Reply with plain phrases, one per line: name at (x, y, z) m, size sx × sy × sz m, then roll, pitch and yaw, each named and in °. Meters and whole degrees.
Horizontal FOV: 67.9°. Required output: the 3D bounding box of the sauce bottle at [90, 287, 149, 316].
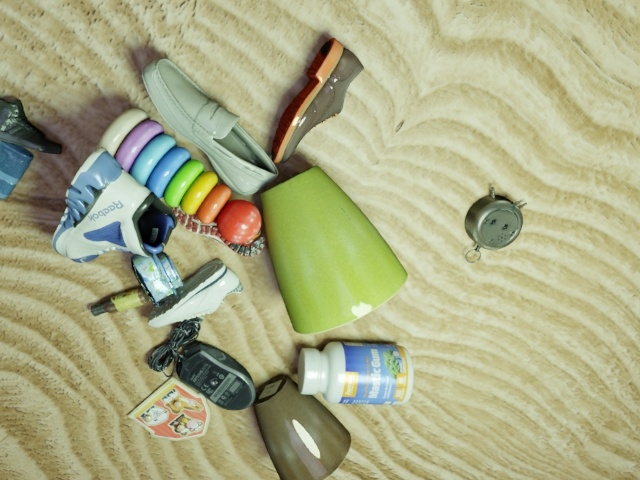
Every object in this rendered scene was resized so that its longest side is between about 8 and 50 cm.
sauce bottle at (-0.466, 0.145, 1.102) m, size 0.128 × 0.042 × 0.042 m, roll -17°, pitch 115°, yaw -3°

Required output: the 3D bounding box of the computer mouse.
computer mouse at (-0.274, 0.317, 1.198) m, size 0.272 × 0.072 × 0.188 m, roll 41°, pitch 104°, yaw -9°

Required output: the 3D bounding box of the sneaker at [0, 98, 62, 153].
sneaker at (-0.584, -0.230, 0.914) m, size 0.170 × 0.051 × 0.089 m, roll 14°, pitch 97°, yaw -27°

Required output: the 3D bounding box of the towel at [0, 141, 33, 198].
towel at (-0.638, -0.143, 0.958) m, size 0.067 × 0.029 × 0.119 m, roll 36°, pitch 103°, yaw -22°

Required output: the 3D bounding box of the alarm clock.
alarm clock at (0.414, -0.024, 1.158) m, size 0.129 × 0.064 × 0.192 m, roll 20°, pitch 112°, yaw -17°

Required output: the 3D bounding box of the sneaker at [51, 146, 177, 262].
sneaker at (-0.386, -0.019, 0.910) m, size 0.182 × 0.127 × 0.315 m, roll 35°, pitch 140°, yaw -12°

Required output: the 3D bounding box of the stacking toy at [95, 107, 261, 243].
stacking toy at (-0.260, -0.109, 0.932) m, size 0.330 × 0.141 × 0.141 m, roll 35°, pitch 104°, yaw -6°

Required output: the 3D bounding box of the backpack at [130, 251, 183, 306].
backpack at (-0.364, 0.071, 1.056) m, size 0.084 × 0.105 × 0.114 m, roll -32°, pitch 115°, yaw -19°

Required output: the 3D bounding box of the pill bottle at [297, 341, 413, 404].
pill bottle at (0.084, 0.337, 1.211) m, size 0.272 × 0.152 × 0.152 m, roll 5°, pitch 112°, yaw -12°

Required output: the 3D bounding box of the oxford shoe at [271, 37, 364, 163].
oxford shoe at (-0.009, -0.264, 0.971) m, size 0.098 × 0.097 × 0.271 m, roll 26°, pitch 108°, yaw -26°

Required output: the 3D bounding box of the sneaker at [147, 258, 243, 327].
sneaker at (-0.295, 0.145, 1.110) m, size 0.235 × 0.090 × 0.095 m, roll -32°, pitch 124°, yaw 7°

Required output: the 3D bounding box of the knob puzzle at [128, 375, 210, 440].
knob puzzle at (-0.380, 0.471, 1.264) m, size 0.213 × 0.030 × 0.213 m, roll -3°, pitch 114°, yaw -8°

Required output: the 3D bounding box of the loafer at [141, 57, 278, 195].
loafer at (-0.206, -0.226, 0.935) m, size 0.111 × 0.112 × 0.319 m, roll -19°, pitch 128°, yaw 35°

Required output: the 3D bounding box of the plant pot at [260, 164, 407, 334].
plant pot at (0.000, 0.000, 1.015) m, size 0.275 × 0.275 × 0.293 m, roll -26°, pitch 99°, yaw 3°

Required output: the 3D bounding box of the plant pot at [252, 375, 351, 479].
plant pot at (-0.071, 0.476, 1.237) m, size 0.215 × 0.215 × 0.230 m, roll -31°, pitch 99°, yaw 5°

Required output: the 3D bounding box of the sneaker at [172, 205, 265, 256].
sneaker at (-0.225, -0.034, 1.040) m, size 0.225 × 0.093 × 0.088 m, roll 35°, pitch 86°, yaw -3°
